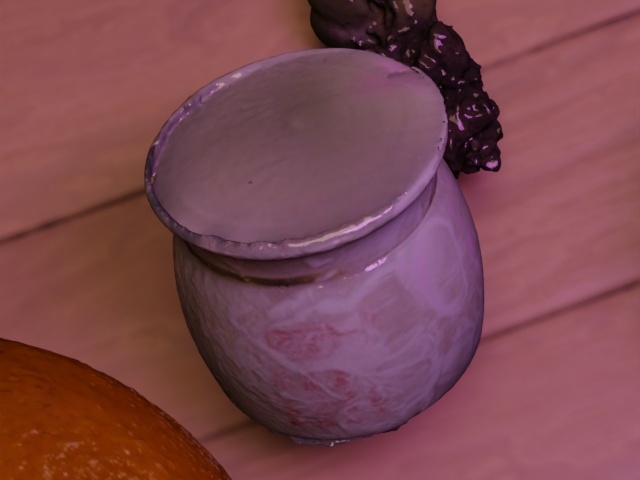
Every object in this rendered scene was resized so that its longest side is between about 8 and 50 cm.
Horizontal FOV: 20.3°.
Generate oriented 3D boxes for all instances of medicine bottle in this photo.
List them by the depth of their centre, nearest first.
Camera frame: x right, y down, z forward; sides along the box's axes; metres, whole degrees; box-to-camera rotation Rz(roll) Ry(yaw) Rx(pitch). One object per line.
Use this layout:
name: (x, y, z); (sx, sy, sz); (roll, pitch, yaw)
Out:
medicine bottle: (0.000, 0.000, 0.852); (0.147, 0.143, 0.147); (-9, 41, 8)

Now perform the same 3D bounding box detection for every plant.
plant: (0.041, -0.100, 0.943); (0.087, 0.085, 0.174); (-18, 65, -28)

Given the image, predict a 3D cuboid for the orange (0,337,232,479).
orange: (-0.149, 0.175, 0.767); (0.274, 0.274, 0.274); (-1, 73, 3)
